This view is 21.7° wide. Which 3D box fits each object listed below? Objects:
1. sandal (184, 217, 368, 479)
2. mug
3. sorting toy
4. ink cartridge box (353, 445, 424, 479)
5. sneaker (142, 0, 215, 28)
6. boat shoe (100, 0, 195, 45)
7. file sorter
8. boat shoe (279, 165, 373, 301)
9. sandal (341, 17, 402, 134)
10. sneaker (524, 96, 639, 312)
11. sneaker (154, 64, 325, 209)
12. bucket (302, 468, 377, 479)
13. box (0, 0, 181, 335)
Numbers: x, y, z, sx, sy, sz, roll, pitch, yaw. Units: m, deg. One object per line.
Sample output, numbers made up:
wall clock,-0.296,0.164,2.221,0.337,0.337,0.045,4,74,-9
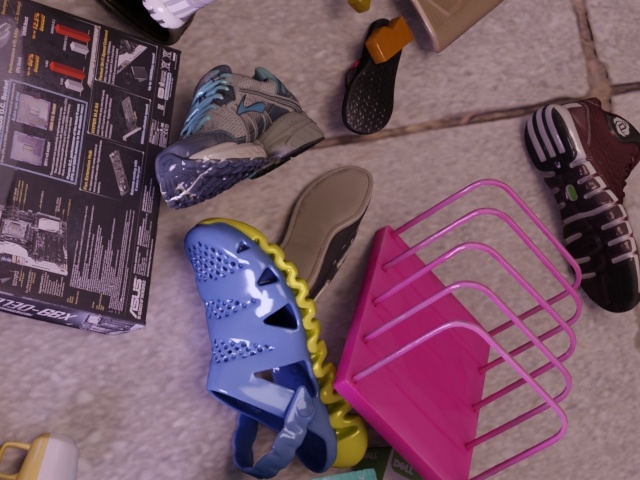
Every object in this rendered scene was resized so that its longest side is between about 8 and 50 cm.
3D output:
sandal,-0.067,0.126,1.783,0.138,0.126,0.317,-30,98,-32
mug,-0.273,0.223,1.652,0.078,0.062,0.064,32,56,-34
sorting toy,0.119,-0.348,2.043,0.307,0.041,0.229,-41,110,-39
ink cartridge box,0.089,0.299,1.894,0.109,0.062,0.209,30,65,-30
sneaker,-0.090,-0.319,1.734,0.086,0.132,0.228,43,51,-34
boat shoe,-0.244,-0.321,1.743,0.305,0.109,0.091,37,57,-29
file sorter,0.169,0.098,1.850,0.202,0.182,0.290,46,32,-20
boat shoe,0.000,0.000,1.903,0.065,0.075,0.206,85,29,-50
sandal,0.058,-0.188,1.984,0.067,0.040,0.179,43,45,-28
sneaker,0.381,-0.059,2.149,0.162,0.106,0.281,-24,95,-39
sneaker,-0.109,-0.118,1.783,0.122,0.110,0.283,59,26,2
bucket,-0.046,0.339,1.671,0.281,0.281,0.183,-5,78,-36
box,-0.277,-0.077,1.693,0.242,0.076,0.307,15,73,-33
